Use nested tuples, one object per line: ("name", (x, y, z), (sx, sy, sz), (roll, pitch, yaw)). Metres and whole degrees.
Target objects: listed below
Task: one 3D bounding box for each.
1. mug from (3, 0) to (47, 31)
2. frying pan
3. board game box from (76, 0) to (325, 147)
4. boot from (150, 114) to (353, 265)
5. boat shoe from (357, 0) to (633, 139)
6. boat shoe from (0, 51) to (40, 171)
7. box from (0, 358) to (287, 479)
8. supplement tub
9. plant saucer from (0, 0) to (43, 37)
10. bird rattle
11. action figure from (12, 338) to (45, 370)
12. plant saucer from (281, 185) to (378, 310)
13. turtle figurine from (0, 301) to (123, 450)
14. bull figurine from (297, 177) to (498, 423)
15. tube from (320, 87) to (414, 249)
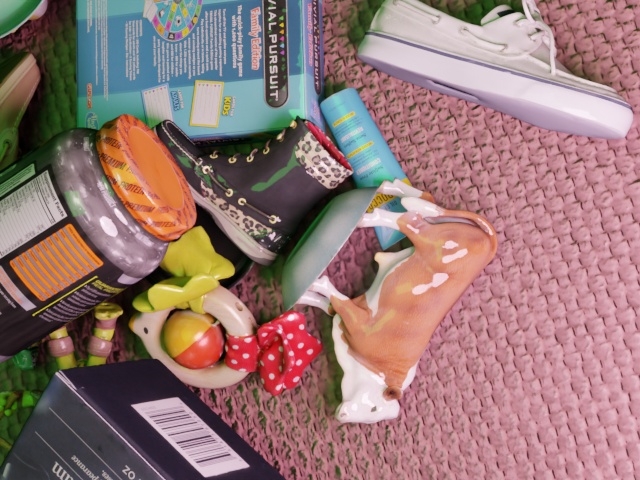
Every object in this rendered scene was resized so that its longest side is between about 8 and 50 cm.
("mug", (-0.429, -0.341, 2.002), (0.078, 0.064, 0.062), (-24, 77, 16))
("frying pan", (-0.225, -0.017, 1.903), (0.326, 0.053, 0.197), (1, 85, 19))
("board game box", (-0.165, -0.255, 1.894), (0.336, 0.079, 0.253), (-3, 84, 19))
("boot", (-0.089, -0.107, 1.793), (0.178, 0.085, 0.236), (-44, 84, 17))
("boat shoe", (0.232, -0.243, 1.739), (0.367, 0.136, 0.156), (21, 88, 30))
("boat shoe", (-0.477, -0.112, 1.947), (0.122, 0.110, 0.341), (-4, 51, 51))
("box", (-0.258, 0.391, 1.724), (0.293, 0.212, 0.395), (39, 108, 24))
("supplement tub", (-0.336, -0.002, 1.735), (0.338, 0.207, 0.207), (-30, 76, 14))
("plant saucer", (-0.501, -0.426, 1.946), (0.318, 0.044, 0.317), (1, 94, 9))
("bird rattle", (-0.136, 0.113, 1.824), (0.253, 0.143, 0.207), (41, 129, -18))
("action figure", (-0.376, 0.070, 1.925), (0.063, 0.137, 0.232), (21, 100, 7))
("plant saucer", (0.000, 0.000, 1.749), (0.037, 0.195, 0.195), (37, 97, -5))
("turtle figurine", (-0.309, 0.193, 1.888), (0.270, 0.087, 0.217), (5, 104, 7))
("bull figurine", (0.084, 0.077, 1.751), (0.188, 0.101, 0.310), (37, 91, -4))
("tube", (0.068, -0.097, 1.817), (0.080, 0.052, 0.207), (-31, 81, 25))
